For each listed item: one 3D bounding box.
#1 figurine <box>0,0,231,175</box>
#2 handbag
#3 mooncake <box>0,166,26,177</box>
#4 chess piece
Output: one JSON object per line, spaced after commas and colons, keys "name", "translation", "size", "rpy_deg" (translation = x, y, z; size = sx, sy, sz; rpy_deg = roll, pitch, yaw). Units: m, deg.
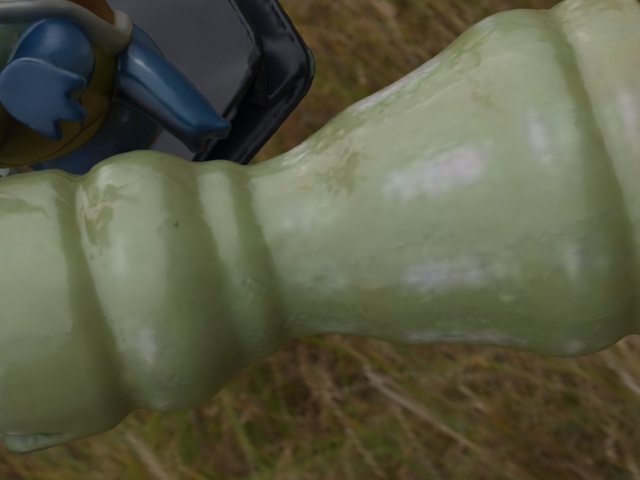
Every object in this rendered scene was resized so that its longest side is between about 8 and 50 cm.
{"name": "figurine", "translation": [-0.252, -0.126, 1.465], "size": [0.298, 0.416, 0.243], "rpy_deg": [-22, 59, 16]}
{"name": "handbag", "translation": [-0.160, -0.201, 2.040], "size": [0.269, 0.118, 0.325], "rpy_deg": [-49, 54, 30]}
{"name": "mooncake", "translation": [-0.475, 0.006, 2.283], "size": [0.136, 0.254, 0.250], "rpy_deg": [115, 163, -65]}
{"name": "chess piece", "translation": [0.000, 0.000, 1.202], "size": [0.442, 0.234, 0.234], "rpy_deg": [-14, 38, -2]}
